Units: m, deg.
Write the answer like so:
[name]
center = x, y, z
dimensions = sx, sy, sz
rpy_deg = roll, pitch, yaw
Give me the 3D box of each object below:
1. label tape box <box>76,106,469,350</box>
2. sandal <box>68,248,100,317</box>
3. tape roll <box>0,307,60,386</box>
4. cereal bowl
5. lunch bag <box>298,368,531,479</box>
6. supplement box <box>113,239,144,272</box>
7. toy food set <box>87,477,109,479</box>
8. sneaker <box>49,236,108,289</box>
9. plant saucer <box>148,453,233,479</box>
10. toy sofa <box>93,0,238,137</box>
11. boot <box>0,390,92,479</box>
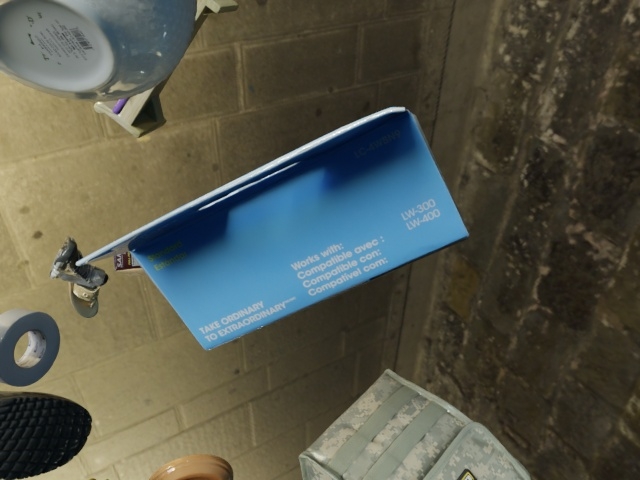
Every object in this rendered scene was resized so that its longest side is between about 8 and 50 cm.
[label tape box]
center = 0.000, 0.000, 0.503
dimensions = 0.249, 0.115, 0.347
rpy_deg = -25, 179, 14
[sandal]
center = -0.716, 0.139, 1.663
dimensions = 0.088, 0.079, 0.240
rpy_deg = -39, 127, -52
[tape roll]
center = -0.869, 0.310, 1.582
dimensions = 0.219, 0.072, 0.219
rpy_deg = 7, 90, -71
[cereal bowl]
center = -0.333, -0.297, 0.694
dimensions = 0.338, 0.141, 0.339
rpy_deg = 1, 151, 0
[lunch bag]
center = 0.146, 0.365, 0.807
dimensions = 0.235, 0.287, 0.169
rpy_deg = -32, 134, -38
[supplement box]
center = -0.345, 0.033, 1.275
dimensions = 0.239, 0.073, 0.130
rpy_deg = -5, 171, -5
[toy food set]
center = -0.380, 0.535, 1.095
dimensions = 0.217, 0.128, 0.071
rpy_deg = 35, 85, -14
[sneaker]
center = -0.583, 0.064, 1.338
dimensions = 0.132, 0.228, 0.086
rpy_deg = 26, 65, -21
[plant saucer]
center = -0.296, 0.569, 1.242
dimensions = 0.199, 0.037, 0.200
rpy_deg = -10, 125, -15
[toy sofa]
center = -0.356, -0.420, 1.180
dimensions = 0.177, 0.150, 0.362
rpy_deg = 38, 114, -10
[boot]
center = -0.492, 0.207, 0.718
dimensions = 0.338, 0.222, 0.118
rpy_deg = 33, 80, -51
